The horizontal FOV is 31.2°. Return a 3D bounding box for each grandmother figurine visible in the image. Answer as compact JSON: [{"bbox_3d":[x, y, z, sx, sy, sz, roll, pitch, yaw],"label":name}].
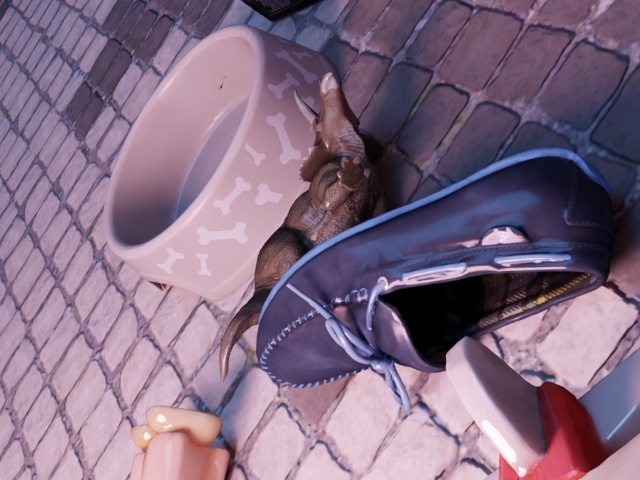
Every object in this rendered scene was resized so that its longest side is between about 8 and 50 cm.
[{"bbox_3d":[-0.153,0.326,1.027,0.208,0.104,0.342,117,162,-59],"label":"grandmother figurine"}]

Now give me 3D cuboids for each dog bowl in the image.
[{"bbox_3d":[-0.128,-0.098,1.339,0.349,0.102,0.349,-36,39,35],"label":"dog bowl"}]

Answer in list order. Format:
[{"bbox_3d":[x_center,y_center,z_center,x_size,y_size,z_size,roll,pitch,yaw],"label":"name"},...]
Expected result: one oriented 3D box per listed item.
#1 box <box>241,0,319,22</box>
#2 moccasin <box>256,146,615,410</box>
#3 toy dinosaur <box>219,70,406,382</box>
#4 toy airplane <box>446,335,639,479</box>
[{"bbox_3d":[-0.075,-0.389,1.320,0.295,0.293,0.073,-11,55,52],"label":"box"},{"bbox_3d":[0.070,0.046,0.893,0.342,0.137,0.117,-35,43,37],"label":"moccasin"},{"bbox_3d":[0.000,0.000,1.085,0.313,0.121,0.160,-67,19,-4],"label":"toy dinosaur"},{"bbox_3d":[0.121,0.175,0.573,0.384,0.272,0.386,-5,61,55],"label":"toy airplane"}]
